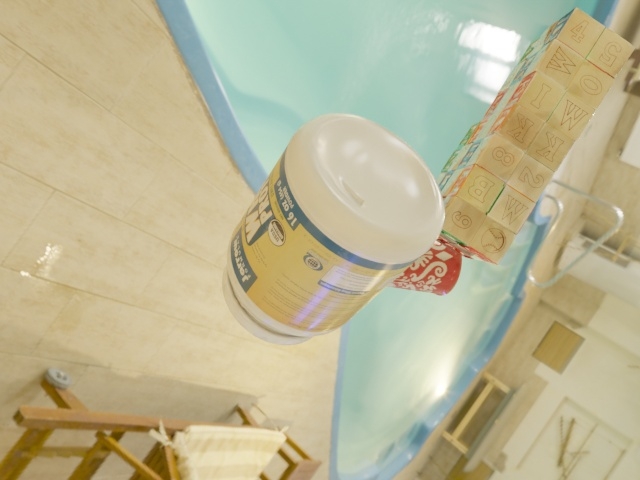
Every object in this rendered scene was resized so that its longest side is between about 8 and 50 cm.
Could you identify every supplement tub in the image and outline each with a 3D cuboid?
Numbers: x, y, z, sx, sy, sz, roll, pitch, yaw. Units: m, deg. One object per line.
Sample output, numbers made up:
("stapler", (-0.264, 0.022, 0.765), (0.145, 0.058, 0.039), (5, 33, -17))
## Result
("supplement tub", (0.000, 0.000, 0.489), (0.144, 0.144, 0.200), (-23, 161, -43))

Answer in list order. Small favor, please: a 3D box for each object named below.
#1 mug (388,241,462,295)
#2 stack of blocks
("mug", (0.130, 0.011, 0.876), (0.169, 0.113, 0.151), (6, 82, -20))
("stack of blocks", (0.245, -0.123, 0.692), (0.297, 0.087, 0.171), (-58, -177, 2))
